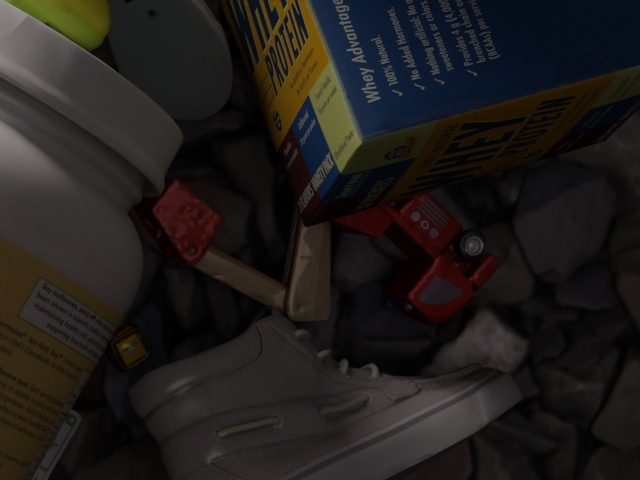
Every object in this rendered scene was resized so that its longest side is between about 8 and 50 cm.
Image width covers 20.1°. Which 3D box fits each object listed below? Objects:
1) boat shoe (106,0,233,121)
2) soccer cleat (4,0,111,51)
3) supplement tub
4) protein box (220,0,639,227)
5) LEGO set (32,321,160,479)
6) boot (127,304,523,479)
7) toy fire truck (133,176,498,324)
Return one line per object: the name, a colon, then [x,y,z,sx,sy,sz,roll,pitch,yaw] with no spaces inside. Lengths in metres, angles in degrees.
boat shoe: [-0.104,-0.156,1.026,0.065,0.083,0.183,-22,129,13]
soccer cleat: [-0.204,-0.209,0.923,0.289,0.093,0.121,40,81,13]
supplement tub: [-0.236,0.042,0.890,0.241,0.241,0.331,32,81,-17]
protein box: [0.063,-0.142,1.014,0.201,0.136,0.199,-16,76,-18]
LEGO set: [-0.128,0.176,1.030,0.182,0.060,0.244,33,80,-21]
boot: [0.008,0.086,1.033,0.258,0.095,0.123,-18,74,-49]
toy fire truck: [0.000,0.000,1.073,0.192,0.047,0.135,44,78,-16]
